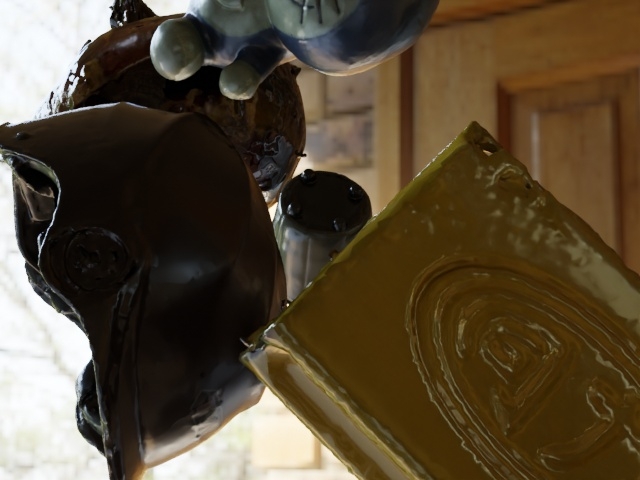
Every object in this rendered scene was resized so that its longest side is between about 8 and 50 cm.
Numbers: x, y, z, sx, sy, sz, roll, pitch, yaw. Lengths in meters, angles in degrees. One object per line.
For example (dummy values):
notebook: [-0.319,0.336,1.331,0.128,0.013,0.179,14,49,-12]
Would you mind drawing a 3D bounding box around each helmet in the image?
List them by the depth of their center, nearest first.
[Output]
helmet: [-0.111,0.032,1.237,0.177,0.305,0.225,-18,-27,-14]

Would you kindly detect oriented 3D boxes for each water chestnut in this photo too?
water chestnut: [-0.166,-0.137,1.828,0.300,0.300,0.300,1,-15,0]

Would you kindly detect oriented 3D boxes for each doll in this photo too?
doll: [-0.014,-0.231,1.622,0.258,0.228,0.154,-5,-26,36]

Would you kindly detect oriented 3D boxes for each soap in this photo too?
soap: [0.132,0.103,1.033,0.324,0.204,0.096,44,-19,2]

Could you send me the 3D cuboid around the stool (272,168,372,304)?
stool: [0.000,0.000,1.501,0.096,0.096,0.110,2,-45,-4]
